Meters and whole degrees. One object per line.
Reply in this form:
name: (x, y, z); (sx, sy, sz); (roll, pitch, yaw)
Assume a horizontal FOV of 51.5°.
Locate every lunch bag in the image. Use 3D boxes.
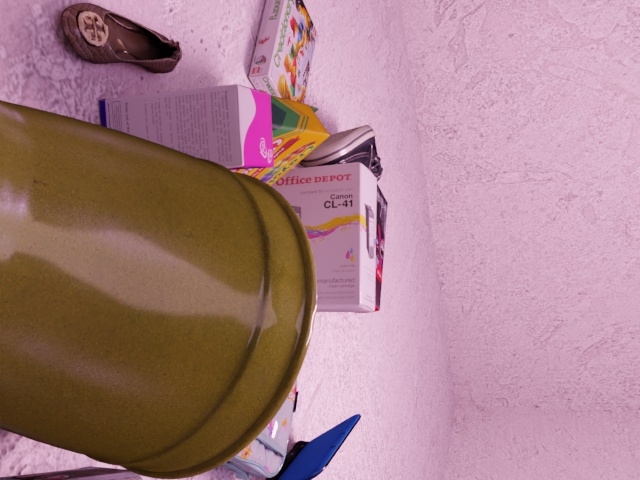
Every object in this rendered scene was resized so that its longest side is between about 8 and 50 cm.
lunch bag: (-0.133, 0.311, 1.210); (0.279, 0.108, 0.224); (56, 37, -55)

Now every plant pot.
plant pot: (-0.250, 0.031, 0.646); (0.353, 0.366, 0.366); (33, 57, -52)

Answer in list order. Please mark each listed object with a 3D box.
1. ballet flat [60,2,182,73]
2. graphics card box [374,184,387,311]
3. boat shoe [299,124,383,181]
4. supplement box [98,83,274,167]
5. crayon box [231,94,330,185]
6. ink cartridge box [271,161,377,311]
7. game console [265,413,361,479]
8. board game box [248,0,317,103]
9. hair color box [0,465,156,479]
ballet flat: (-0.276, -0.288, 0.962); (0.250, 0.058, 0.084); (-7, 94, -70)
graphics card box: (0.121, 0.004, 1.963); (0.233, 0.094, 0.371); (51, 41, -58)
boat shoe: (0.069, -0.191, 1.676); (0.500, 0.186, 0.156); (-24, 97, -78)
supplement box: (-0.188, -0.153, 0.949); (0.111, 0.220, 0.114); (-14, 100, -69)
crayon box: (-0.113, -0.158, 1.157); (0.081, 0.202, 0.318); (55, 22, 9)
ink cartridge box: (0.000, 0.000, 1.441); (0.131, 0.226, 0.306); (29, 60, -68)
game console: (-0.019, 0.533, 1.406); (0.293, 0.173, 0.250); (-23, 109, -68)
board game box: (-0.080, -0.430, 1.520); (0.193, 0.053, 0.305); (55, 38, -55)
hair color box: (-0.298, 0.456, 0.739); (0.185, 0.113, 0.374); (35, 55, -65)
